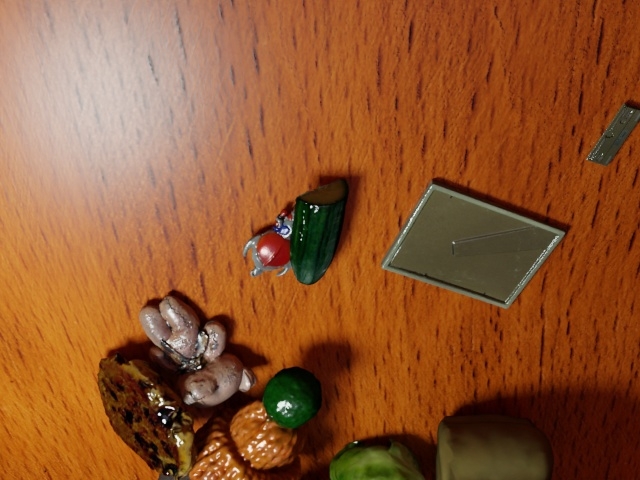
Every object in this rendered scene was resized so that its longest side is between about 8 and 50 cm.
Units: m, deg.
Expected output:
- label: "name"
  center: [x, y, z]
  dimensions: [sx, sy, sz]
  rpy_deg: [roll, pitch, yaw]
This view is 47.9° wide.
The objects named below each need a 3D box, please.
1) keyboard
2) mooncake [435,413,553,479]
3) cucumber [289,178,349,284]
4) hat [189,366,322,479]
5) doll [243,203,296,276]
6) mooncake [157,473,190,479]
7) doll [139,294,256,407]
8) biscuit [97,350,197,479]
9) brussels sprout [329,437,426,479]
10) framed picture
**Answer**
- label: "keyboard"
  center: [0.565, -0.201, 1.382]
  dimensions: [0.049, 0.015, 0.129]
  rpy_deg: [13, 125, -17]
- label: "mooncake"
  center: [0.407, 0.643, 1.723]
  dimensions: [0.262, 0.467, 0.467]
  rpy_deg: [1, 127, 6]
- label: "cucumber"
  center: [0.000, 0.000, 1.462]
  dimensions: [0.115, 0.063, 0.244]
  rpy_deg: [-16, 135, -27]
- label: "hat"
  center: [-0.133, 0.440, 1.712]
  dimensions: [0.285, 0.285, 0.400]
  rpy_deg: [25, 106, -18]
- label: "doll"
  center: [-0.088, 0.005, 1.491]
  dimensions: [0.104, 0.062, 0.194]
  rpy_deg: [21, 117, -40]
- label: "mooncake"
  center: [-0.297, 0.717, 1.956]
  dimensions: [0.306, 0.154, 0.306]
  rpy_deg: [-2, 127, -3]
- label: "doll"
  center: [-0.298, 0.269, 1.626]
  dimensions: [0.201, 0.156, 0.303]
  rpy_deg: [-24, 119, 16]
- label: "biscuit"
  center: [-0.397, 0.397, 1.666]
  dimensions: [0.334, 0.081, 0.289]
  rpy_deg: [36, 132, 25]
- label: "brussels sprout"
  center: [0.158, 0.654, 1.882]
  dimensions: [0.294, 0.227, 0.259]
  rpy_deg: [24, 133, 11]
- label: "framed picture"
  center: [0.322, 0.017, 1.532]
  dimensions: [0.324, 0.020, 0.240]
  rpy_deg: [17, 124, -14]
